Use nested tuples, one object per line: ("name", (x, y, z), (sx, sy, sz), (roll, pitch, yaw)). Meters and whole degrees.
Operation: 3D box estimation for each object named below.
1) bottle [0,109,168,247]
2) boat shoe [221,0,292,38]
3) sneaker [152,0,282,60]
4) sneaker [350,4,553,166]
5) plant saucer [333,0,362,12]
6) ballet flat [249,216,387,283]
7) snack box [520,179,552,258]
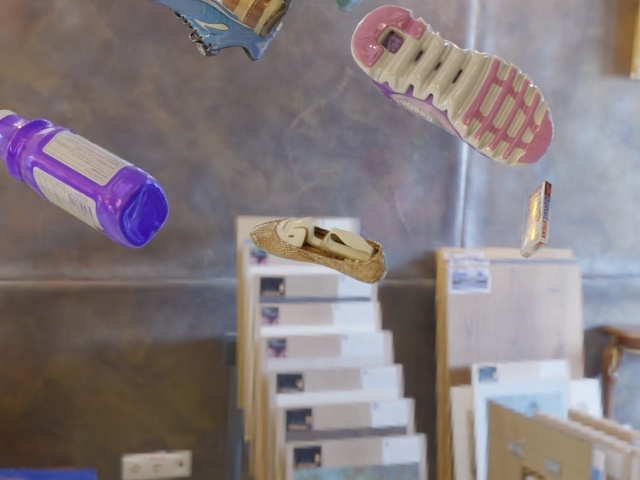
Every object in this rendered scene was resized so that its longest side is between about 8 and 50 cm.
("bottle", (-0.333, -0.092, 1.288), (0.283, 0.092, 0.118), (28, -21, 26))
("boat shoe", (-0.101, -0.487, 1.709), (0.120, 0.122, 0.324), (25, 39, -15))
("sneaker", (-0.251, -0.474, 2.086), (0.330, 0.147, 0.130), (18, 17, -24))
("sneaker", (0.140, -0.157, 1.039), (0.236, 0.095, 0.104), (35, -8, 8))
("plant saucer", (0.062, -0.631, 1.990), (0.044, 0.317, 0.317), (0, 6, 19))
("ballet flat", (0.000, 0.000, 1.380), (0.206, 0.067, 0.073), (15, 46, 5))
("snack box", (0.449, -0.045, 2.019), (0.022, 0.178, 0.064), (30, -43, -15))
